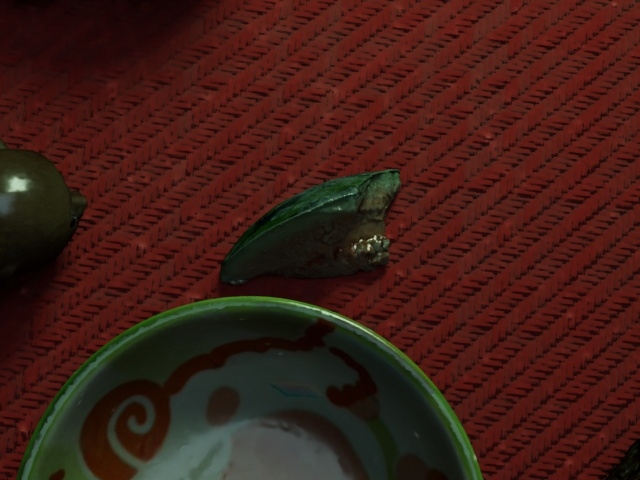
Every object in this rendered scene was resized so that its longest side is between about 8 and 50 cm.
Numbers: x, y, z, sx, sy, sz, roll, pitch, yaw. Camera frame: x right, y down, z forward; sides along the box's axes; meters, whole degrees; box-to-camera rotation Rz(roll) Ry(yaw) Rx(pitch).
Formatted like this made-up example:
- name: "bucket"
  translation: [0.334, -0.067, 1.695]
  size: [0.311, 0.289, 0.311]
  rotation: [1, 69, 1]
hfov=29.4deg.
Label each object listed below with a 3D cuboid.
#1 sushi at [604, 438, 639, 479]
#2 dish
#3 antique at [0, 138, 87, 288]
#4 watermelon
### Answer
- name: "sushi"
  translation: [0.377, 0.207, 0.873]
  size: [0.349, 0.207, 0.234]
  rotation: [-1, 83, -3]
- name: "dish"
  translation: [-0.046, 0.207, 0.866]
  size: [0.324, 0.124, 0.324]
  rotation: [0, 79, 2]
- name: "antique"
  translation: [-0.291, -0.031, 0.869]
  size: [0.257, 0.143, 0.121]
  rotation: [17, 71, -34]
- name: "watermelon"
  translation: [-0.008, -0.008, 0.957]
  size: [0.155, 0.101, 0.080]
  rotation: [-9, 88, 2]
